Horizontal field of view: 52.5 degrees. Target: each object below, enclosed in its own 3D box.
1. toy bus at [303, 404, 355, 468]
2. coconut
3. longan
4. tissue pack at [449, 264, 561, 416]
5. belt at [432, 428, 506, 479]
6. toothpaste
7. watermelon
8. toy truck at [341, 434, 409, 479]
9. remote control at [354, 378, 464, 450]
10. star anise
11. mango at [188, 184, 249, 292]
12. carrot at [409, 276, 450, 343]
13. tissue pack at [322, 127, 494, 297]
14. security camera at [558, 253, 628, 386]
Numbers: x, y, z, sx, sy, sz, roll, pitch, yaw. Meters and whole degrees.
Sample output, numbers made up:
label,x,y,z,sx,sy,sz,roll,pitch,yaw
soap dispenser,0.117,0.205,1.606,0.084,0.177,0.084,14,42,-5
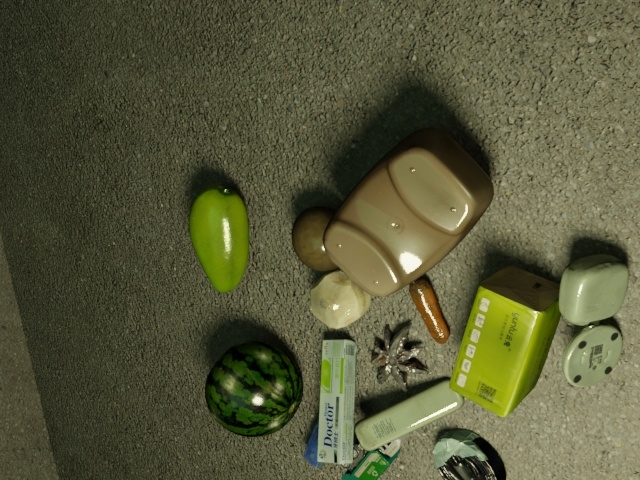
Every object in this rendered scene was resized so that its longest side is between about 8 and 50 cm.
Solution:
label,x,y,z,sx,sy,sz,roll,pitch,yaw
toy bus,0.026,0.571,1.934,0.079,0.094,0.236,31,118,24
coconut,0.049,0.159,1.765,0.161,0.162,0.161,10,107,34
longan,0.000,0.000,1.768,0.204,0.159,0.185,100,148,-57
tissue pack,0.432,0.224,1.488,0.167,0.200,0.275,26,116,30
belt,0.387,0.585,1.693,0.198,0.078,0.151,42,124,21
toothpaste,0.049,0.449,1.822,0.081,0.067,0.337,-7,73,35
watermelon,-0.194,0.439,1.934,0.285,0.285,0.285,10,108,33
toy truck,0.150,0.598,1.846,0.124,0.114,0.253,42,120,15
remote control,0.231,0.464,1.722,0.309,0.038,0.090,-30,77,11
star anise,0.208,0.324,1.760,0.181,0.061,0.204,52,125,13
mango,-0.307,0.000,1.979,0.192,0.156,0.343,10,109,34
carrot,0.282,0.181,1.674,0.060,0.060,0.186,-21,95,37
tissue pack,0.209,-0.069,1.526,0.267,0.277,0.387,46,121,6
security camera,0.585,0.177,1.413,0.080,0.157,0.302,-141,45,-62
